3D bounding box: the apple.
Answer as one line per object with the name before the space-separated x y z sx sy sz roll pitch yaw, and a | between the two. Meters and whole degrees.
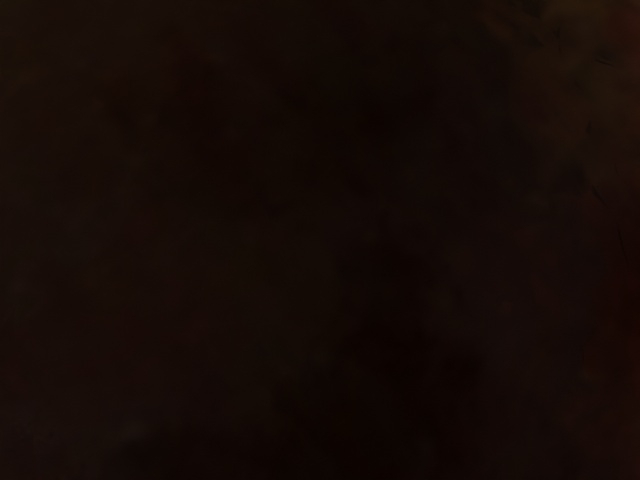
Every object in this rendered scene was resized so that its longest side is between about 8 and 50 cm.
apple | 0.000 0.000 0.471 0.344 0.345 0.269 -33 -89 27
